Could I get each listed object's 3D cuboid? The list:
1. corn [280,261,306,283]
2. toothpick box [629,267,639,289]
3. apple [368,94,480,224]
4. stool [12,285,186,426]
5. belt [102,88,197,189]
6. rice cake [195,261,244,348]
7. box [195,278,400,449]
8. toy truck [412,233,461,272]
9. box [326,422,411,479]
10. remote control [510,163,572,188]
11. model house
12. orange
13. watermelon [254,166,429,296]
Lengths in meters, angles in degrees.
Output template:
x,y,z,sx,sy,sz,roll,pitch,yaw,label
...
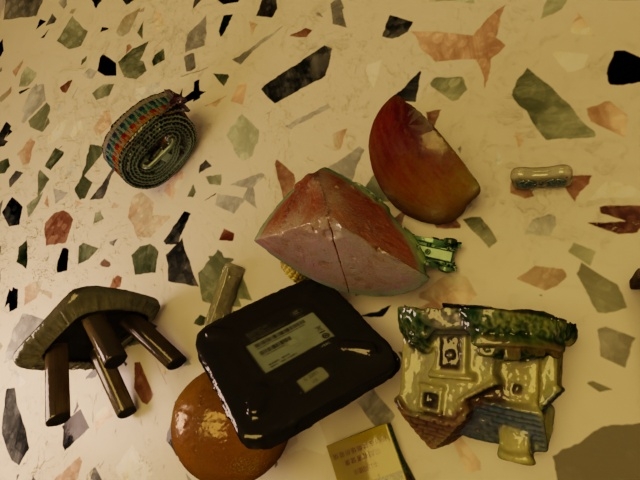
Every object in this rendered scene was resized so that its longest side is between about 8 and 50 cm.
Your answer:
x,y,z,sx,sy,sz,roll,pitch,yaw,label
0.000,0.000,1.299,0.244,0.093,0.093,-49,60,7,corn
0.649,0.196,0.875,0.190,0.187,0.308,-6,76,24,toothpick box
0.217,-0.195,1.218,0.346,0.179,0.254,54,139,29,apple
-0.567,0.301,1.364,0.310,0.310,0.226,-45,61,10,stool
-0.495,-0.292,1.571,0.295,0.207,0.160,-44,56,-9,belt
-0.268,0.184,1.400,0.057,0.052,0.256,17,82,0,rice cake
-0.058,0.234,1.098,0.359,0.091,0.350,-24,35,-20,box
0.238,0.026,1.193,0.154,0.078,0.080,11,87,15,toy truck
0.126,0.547,1.103,0.153,0.041,0.279,-27,64,15,box
0.471,-0.134,1.117,0.122,0.074,0.032,-1,72,27,remote control
0.294,0.265,0.981,0.321,0.261,0.266,0,77,33,model house
-0.202,0.409,1.174,0.274,0.274,0.274,-8,71,24,orange
0.065,-0.034,1.152,0.319,0.292,0.222,-29,33,57,watermelon
